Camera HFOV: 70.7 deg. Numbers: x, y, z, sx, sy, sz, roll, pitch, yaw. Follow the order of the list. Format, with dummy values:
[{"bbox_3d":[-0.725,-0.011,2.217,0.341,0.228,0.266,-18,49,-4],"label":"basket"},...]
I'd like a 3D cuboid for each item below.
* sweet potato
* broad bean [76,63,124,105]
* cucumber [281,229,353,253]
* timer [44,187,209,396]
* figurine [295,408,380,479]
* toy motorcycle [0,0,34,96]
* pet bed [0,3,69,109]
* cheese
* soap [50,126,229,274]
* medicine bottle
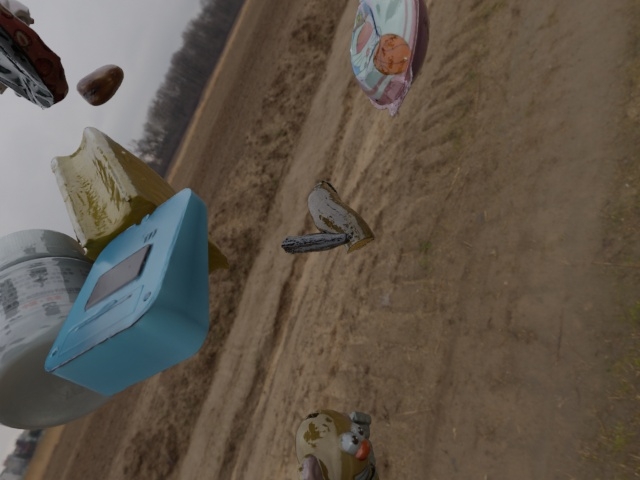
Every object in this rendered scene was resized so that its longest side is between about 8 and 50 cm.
[{"bbox_3d":[0.029,-0.060,1.019,0.085,0.112,0.286,-64,27,18],"label":"sweet potato"},{"bbox_3d":[-0.634,-0.457,1.313,0.114,0.085,0.165,-13,39,11],"label":"broad bean"},{"bbox_3d":[0.000,0.000,0.820,0.163,0.043,0.039,-8,63,35],"label":"cucumber"},{"bbox_3d":[-0.252,0.065,0.642,0.231,0.091,0.250,-29,41,25],"label":"timer"},{"bbox_3d":[0.048,0.473,0.894,0.167,0.285,0.342,-30,-7,4],"label":"figurine"},{"bbox_3d":[-0.615,-0.374,0.847,0.171,0.110,0.260,128,152,-52],"label":"toy motorcycle"},{"bbox_3d":[-0.447,-0.270,0.633,0.054,0.201,0.201,-56,17,-24],"label":"pet bed"},{"bbox_3d":[0.084,-0.302,0.615,0.189,0.074,0.286,123,142,-63],"label":"cheese"},{"bbox_3d":[-0.373,-0.048,0.936,0.156,0.293,0.335,-47,49,0],"label":"soap"},{"bbox_3d":[-0.482,0.140,0.801,0.306,0.245,0.245,42,109,39],"label":"medicine bottle"}]
